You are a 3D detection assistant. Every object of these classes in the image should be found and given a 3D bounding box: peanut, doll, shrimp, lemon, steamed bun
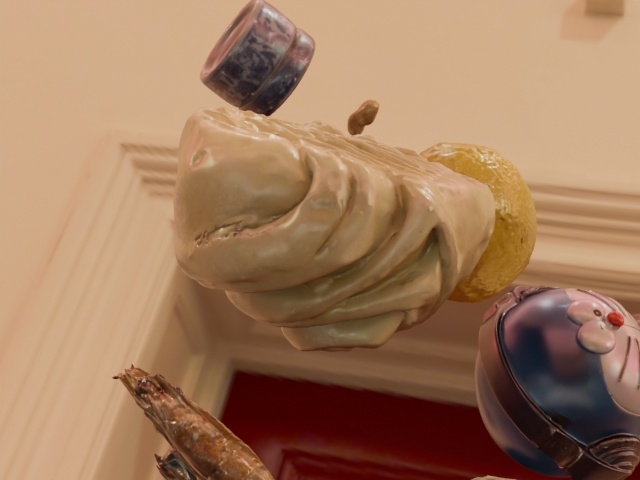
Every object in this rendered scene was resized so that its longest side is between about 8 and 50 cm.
[{"bbox_3d":[0.069,-0.206,1.851,0.037,0.037,0.083,26,-41,-15],"label":"peanut"},{"bbox_3d":[0.337,0.177,1.391,0.310,0.284,0.240,9,-46,-37],"label":"doll"},{"bbox_3d":[-0.115,0.204,1.022,0.223,0.047,0.126,43,-44,21],"label":"shrimp"},{"bbox_3d":[0.238,-0.029,1.869,0.268,0.268,0.322,-1,-11,25],"label":"lemon"},{"bbox_3d":[0.000,0.000,1.229,0.339,0.352,0.247,21,-75,19],"label":"steamed bun"}]

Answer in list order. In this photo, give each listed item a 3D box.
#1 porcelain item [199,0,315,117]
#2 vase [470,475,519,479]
[{"bbox_3d":[-0.085,-0.251,1.552,0.114,0.147,0.147,34,-37,-17],"label":"porcelain item"},{"bbox_3d":[0.179,0.448,1.529,0.165,0.165,0.360,24,-38,-11],"label":"vase"}]
